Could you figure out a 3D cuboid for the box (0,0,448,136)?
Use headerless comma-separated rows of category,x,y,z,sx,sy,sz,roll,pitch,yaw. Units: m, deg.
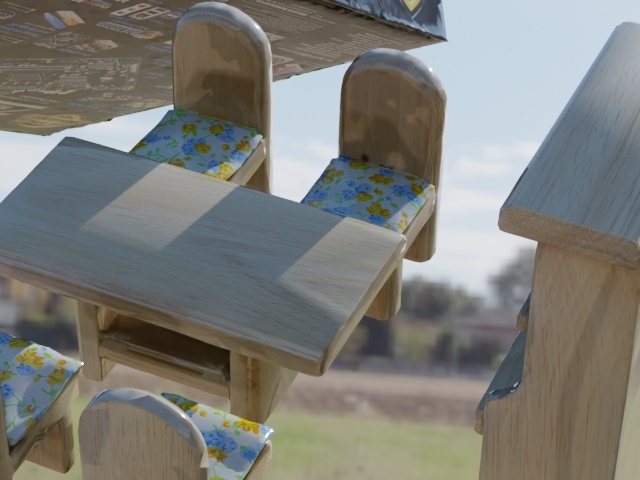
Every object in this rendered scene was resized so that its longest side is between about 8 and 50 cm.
box,-0.129,-0.124,0.983,0.293,0.073,0.295,-10,-8,31

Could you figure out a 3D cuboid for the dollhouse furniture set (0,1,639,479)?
dollhouse furniture set,0.000,0.000,0.629,0.242,0.161,0.212,17,42,18
